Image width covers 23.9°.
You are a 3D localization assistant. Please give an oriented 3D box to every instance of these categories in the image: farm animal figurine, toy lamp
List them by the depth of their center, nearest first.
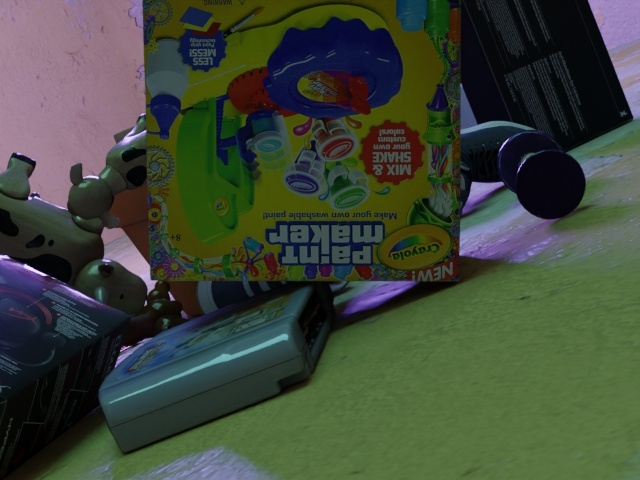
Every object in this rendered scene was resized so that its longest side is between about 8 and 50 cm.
[{"bbox_3d":[0.235,-0.077,1.635,0.080,0.080,0.274,-22,6,4],"label":"toy lamp"},{"bbox_3d":[-0.260,-0.002,1.692,0.327,0.330,0.172,9,30,2],"label":"farm animal figurine"}]

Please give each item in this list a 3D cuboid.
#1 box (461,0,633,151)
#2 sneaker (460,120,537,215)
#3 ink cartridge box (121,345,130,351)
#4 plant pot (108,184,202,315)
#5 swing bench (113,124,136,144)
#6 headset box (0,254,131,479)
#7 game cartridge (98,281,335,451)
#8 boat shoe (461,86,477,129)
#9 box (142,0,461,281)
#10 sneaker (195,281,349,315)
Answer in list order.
[{"bbox_3d":[0.286,-0.247,2.058,0.184,0.261,0.103,-24,6,-20],"label":"box"},{"bbox_3d":[0.192,-0.086,1.873,0.226,0.086,0.163,-2,24,-11],"label":"sneaker"},{"bbox_3d":[-0.283,0.134,1.898,0.115,0.029,0.063,-18,7,38],"label":"ink cartridge box"},{"bbox_3d":[-0.121,-0.033,1.943,0.291,0.203,0.291,-22,7,3],"label":"plant pot"},{"bbox_3d":[-0.145,-0.075,2.166,0.255,0.253,0.165,-22,5,9],"label":"swing bench"},{"bbox_3d":[-0.332,0.104,1.437,0.218,0.110,0.293,24,19,10],"label":"headset box"},{"bbox_3d":[-0.093,0.105,1.364,0.198,0.062,0.297,-18,7,7],"label":"game cartridge"},{"bbox_3d":[0.145,-0.144,2.410,0.306,0.113,0.105,-37,-4,15],"label":"boat shoe"},{"bbox_3d":[-0.010,-0.109,1.454,0.290,0.279,0.177,-1,8,5],"label":"box"},{"bbox_3d":[0.000,0.000,1.698,0.153,0.099,0.282,-23,11,48],"label":"sneaker"}]
